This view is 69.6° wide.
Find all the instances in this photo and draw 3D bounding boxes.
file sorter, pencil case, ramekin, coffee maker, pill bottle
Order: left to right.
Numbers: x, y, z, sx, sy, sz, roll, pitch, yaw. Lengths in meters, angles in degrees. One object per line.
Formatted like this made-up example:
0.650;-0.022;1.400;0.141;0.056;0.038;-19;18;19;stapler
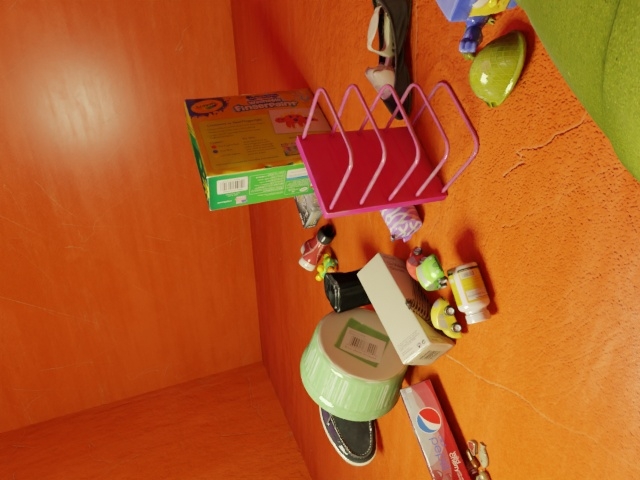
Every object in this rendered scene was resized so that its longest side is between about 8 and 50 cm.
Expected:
0.103;0.331;1.296;0.303;0.303;0.148;-120;34;-44;ramekin
0.115;0.133;1.315;0.171;0.178;0.120;-178;77;-71;coffee maker
0.131;-0.195;0.926;0.182;0.290;0.202;117;138;-57;file sorter
0.181;-0.099;1.154;0.088;0.086;0.206;56;-168;-62;pencil case
0.304;0.107;0.935;0.065;0.065;0.117;134;123;-67;pill bottle

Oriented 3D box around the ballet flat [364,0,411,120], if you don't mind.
0.148;-0.413;1.044;0.095;0.096;0.281;-144;46;-62;ballet flat

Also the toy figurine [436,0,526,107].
0.226;-0.370;0.664;0.363;0.217;0.191;109;145;-54;toy figurine

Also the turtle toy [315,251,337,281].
0.028;0.113;1.710;0.130;0.066;0.095;99;-165;-45;turtle toy

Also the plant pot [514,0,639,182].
0.319;-0.234;0.348;0.353;0.365;0.367;-104;15;-47;plant pot

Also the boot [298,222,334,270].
0.000;0.000;1.742;0.176;0.088;0.244;-57;6;14;boot

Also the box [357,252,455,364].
0.206;0.166;1.142;0.094;0.113;0.275;-48;49;27;box

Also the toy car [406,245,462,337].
0.238;0.093;1.004;0.225;0.053;0.239;59;-172;-63;toy car

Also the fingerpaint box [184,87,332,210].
-0.193;-0.316;1.537;0.163;0.444;0.371;104;148;-52;fingerpaint box

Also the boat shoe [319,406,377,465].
0.084;0.529;1.625;0.156;0.186;0.501;110;149;-66;boat shoe

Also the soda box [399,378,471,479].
0.283;0.490;1.147;0.092;0.083;0.264;72;178;-67;soda box

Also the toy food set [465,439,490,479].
0.361;0.520;1.070;0.078;0.019;0.122;-178;77;-70;toy food set

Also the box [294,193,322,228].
-0.055;-0.188;1.806;0.183;0.056;0.231;119;136;-63;box
